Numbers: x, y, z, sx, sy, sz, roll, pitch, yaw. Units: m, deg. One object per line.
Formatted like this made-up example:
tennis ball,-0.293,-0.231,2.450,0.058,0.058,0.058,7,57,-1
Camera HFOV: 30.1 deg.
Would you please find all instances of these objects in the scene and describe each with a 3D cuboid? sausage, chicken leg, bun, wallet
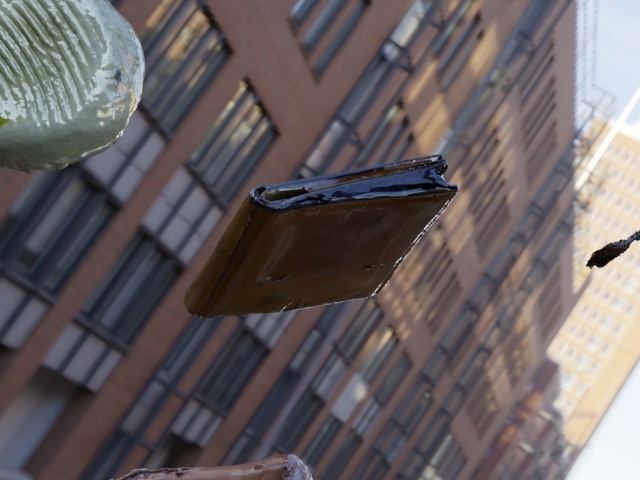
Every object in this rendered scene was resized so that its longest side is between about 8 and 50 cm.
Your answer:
sausage,-0.149,0.292,1.347,0.304,0.078,0.078,-12,-30,20
chicken leg,0.349,0.012,1.420,0.036,0.083,0.021,-1,60,-44
bun,-0.323,-0.187,1.415,0.259,0.259,0.160,31,-7,23
wallet,-0.002,-0.002,0.946,0.042,0.195,0.161,63,-38,26
